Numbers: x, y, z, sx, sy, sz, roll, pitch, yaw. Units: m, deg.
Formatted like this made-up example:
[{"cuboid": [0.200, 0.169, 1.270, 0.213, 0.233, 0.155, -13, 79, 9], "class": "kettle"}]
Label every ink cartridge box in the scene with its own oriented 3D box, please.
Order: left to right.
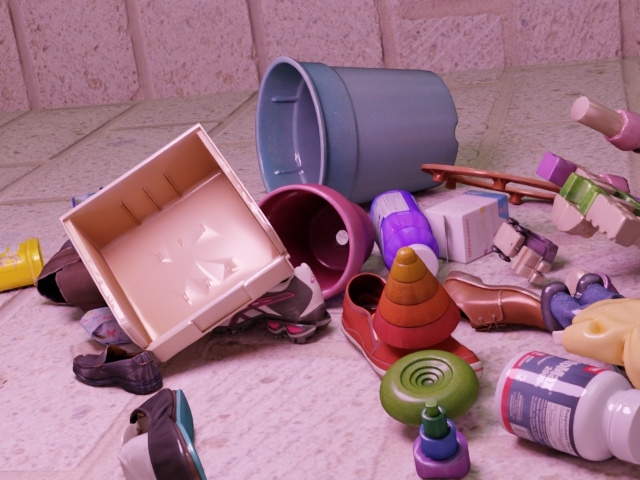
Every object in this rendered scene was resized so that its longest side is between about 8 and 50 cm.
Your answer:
[{"cuboid": [0.256, -0.024, 2.063, 0.143, 0.092, 0.090, -21, 23, -37], "class": "ink cartridge box"}]

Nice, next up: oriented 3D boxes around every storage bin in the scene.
[{"cuboid": [-0.215, 0.007, 1.773, 0.262, 0.123, 0.260, -34, 56, -3], "class": "storage bin"}]

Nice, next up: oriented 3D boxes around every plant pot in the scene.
[{"cuboid": [0.000, 0.000, 1.979, 0.201, 0.201, 0.180, 1, 5, 25], "class": "plant pot"}, {"cuboid": [0.081, -0.219, 2.396, 0.334, 0.341, 0.341, -8, 17, -24], "class": "plant pot"}]

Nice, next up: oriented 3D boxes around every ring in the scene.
[{"cuboid": [0.349, -0.094, 2.157, 0.337, 0.032, 0.336, 12, -1, 0], "class": "ring"}]

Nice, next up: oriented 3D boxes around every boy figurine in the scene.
[{"cuboid": [0.405, 0.121, 1.533, 0.177, 0.092, 0.285, -13, 20, -14], "class": "boy figurine"}]

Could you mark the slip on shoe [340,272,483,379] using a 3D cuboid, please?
[{"cuboid": [0.118, 0.130, 1.655, 0.123, 0.101, 0.331, -13, 20, -20], "class": "slip on shoe"}]

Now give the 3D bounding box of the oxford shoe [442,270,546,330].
[{"cuboid": [0.266, 0.108, 1.738, 0.212, 0.076, 0.076, 12, 57, 41], "class": "oxford shoe"}]

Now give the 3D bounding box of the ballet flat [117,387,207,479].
[{"cuboid": [-0.197, 0.260, 1.433, 0.096, 0.095, 0.280, -21, 10, -7], "class": "ballet flat"}]

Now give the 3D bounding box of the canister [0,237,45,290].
[{"cuboid": [-0.618, 0.056, 2.228, 0.170, 0.073, 0.126, -13, 19, -10], "class": "canister"}]

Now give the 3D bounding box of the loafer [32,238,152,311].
[{"cuboid": [-0.375, 0.076, 2.000, 0.130, 0.133, 0.366, -45, 22, -29], "class": "loafer"}]

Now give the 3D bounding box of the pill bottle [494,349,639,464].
[{"cuboid": [0.306, 0.198, 1.362, 0.108, 0.107, 0.180, -24, 24, -39], "class": "pill bottle"}]

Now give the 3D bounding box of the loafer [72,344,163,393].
[{"cuboid": [-0.307, 0.182, 1.736, 0.170, 0.061, 0.062, 4, 23, 33], "class": "loafer"}]

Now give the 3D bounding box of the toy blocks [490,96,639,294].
[{"cuboid": [0.497, -0.025, 1.856, 0.260, 0.308, 0.288, 19, 19, -28], "class": "toy blocks"}]

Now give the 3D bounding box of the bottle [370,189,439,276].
[{"cuboid": [0.146, 0.001, 1.999, 0.092, 0.118, 0.283, -8, 19, -2], "class": "bottle"}]

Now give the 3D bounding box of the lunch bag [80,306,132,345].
[{"cuboid": [-0.343, 0.140, 1.893, 0.083, 0.053, 0.071, -5, 15, -27], "class": "lunch bag"}]

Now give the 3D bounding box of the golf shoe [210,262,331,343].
[{"cuboid": [-0.109, 0.085, 1.856, 0.273, 0.120, 0.105, 2, 22, 30], "class": "golf shoe"}]

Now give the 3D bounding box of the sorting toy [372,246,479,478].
[{"cuboid": [0.127, 0.132, 1.465, 0.127, 0.126, 0.365, -10, 35, 4], "class": "sorting toy"}]

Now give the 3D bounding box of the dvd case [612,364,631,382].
[{"cuboid": [0.453, 0.161, 1.555, 0.120, 0.013, 0.087, -6, 18, 4], "class": "dvd case"}]

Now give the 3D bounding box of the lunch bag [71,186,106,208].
[{"cuboid": [-0.435, -0.067, 2.495, 0.129, 0.096, 0.151, 1, 6, 33], "class": "lunch bag"}]
